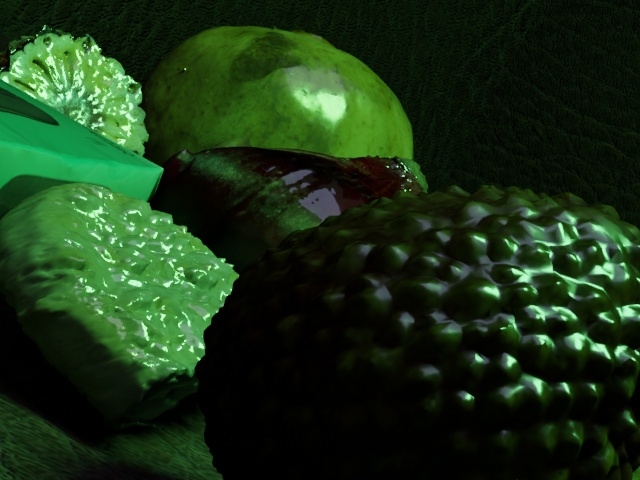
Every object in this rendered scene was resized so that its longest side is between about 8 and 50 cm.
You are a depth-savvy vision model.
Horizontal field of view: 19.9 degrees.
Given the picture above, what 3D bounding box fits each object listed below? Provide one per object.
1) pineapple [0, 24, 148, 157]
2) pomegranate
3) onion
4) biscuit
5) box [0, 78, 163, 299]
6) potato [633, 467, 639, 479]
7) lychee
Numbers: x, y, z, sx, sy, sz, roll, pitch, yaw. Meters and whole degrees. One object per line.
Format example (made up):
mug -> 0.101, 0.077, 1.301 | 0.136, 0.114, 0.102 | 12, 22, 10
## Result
pineapple -> -0.262, -0.102, 1.671 | 0.176, 0.161, 0.137 | -7, -6, -40
pomegranate -> -0.048, -0.079, 1.769 | 0.281, 0.281, 0.281 | 28, 6, -3
onion -> 0.000, 0.000, 1.419 | 0.272, 0.195, 0.272 | 35, -13, 9
biscuit -> -0.120, 0.036, 1.149 | 0.179, 0.084, 0.281 | 46, 13, 12
box -> -0.263, -0.054, 1.244 | 0.205, 0.118, 0.311 | 31, 7, 17
potato -> 0.348, 0.251, 1.341 | 0.298, 0.141, 0.176 | 23, -10, 27
lychee -> 0.060, 0.083, 0.945 | 0.236, 0.271, 0.236 | 55, 5, -7
